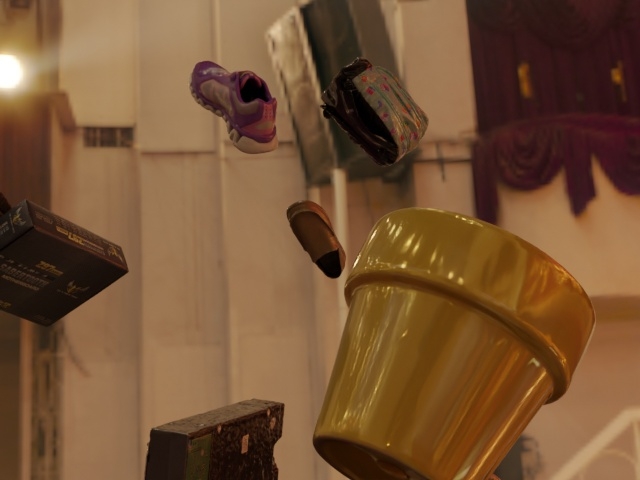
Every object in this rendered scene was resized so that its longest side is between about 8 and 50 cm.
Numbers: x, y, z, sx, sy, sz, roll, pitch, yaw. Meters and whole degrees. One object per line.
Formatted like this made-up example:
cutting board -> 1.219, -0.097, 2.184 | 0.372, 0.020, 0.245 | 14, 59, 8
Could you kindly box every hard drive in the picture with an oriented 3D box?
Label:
hard drive -> -0.144, 0.350, 1.550 | 0.064, 0.237, 0.339 | 5, 1, 18

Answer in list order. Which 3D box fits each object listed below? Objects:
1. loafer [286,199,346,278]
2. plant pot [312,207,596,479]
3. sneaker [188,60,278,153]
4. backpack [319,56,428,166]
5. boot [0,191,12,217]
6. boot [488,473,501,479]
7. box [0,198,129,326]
loafer -> 0.000, 0.000, 1.683 | 0.056, 0.050, 0.148 | -31, -53, 10
plant pot -> 0.117, 0.135, 1.146 | 0.254, 0.239, 0.254 | 24, -24, 11
sneaker -> -0.139, -0.248, 1.922 | 0.095, 0.236, 0.105 | -13, -46, -32
backpack -> 0.098, -0.223, 2.000 | 0.115, 0.182, 0.152 | -41, -2, -17
boot -> -0.577, -0.068, 1.749 | 0.137, 0.077, 0.198 | 3, -28, 40
boot -> 0.282, 0.460, 2.118 | 0.090, 0.207, 0.248 | -30, -53, -5
box -> -0.443, 0.041, 1.789 | 0.183, 0.059, 0.232 | -34, -32, 15
